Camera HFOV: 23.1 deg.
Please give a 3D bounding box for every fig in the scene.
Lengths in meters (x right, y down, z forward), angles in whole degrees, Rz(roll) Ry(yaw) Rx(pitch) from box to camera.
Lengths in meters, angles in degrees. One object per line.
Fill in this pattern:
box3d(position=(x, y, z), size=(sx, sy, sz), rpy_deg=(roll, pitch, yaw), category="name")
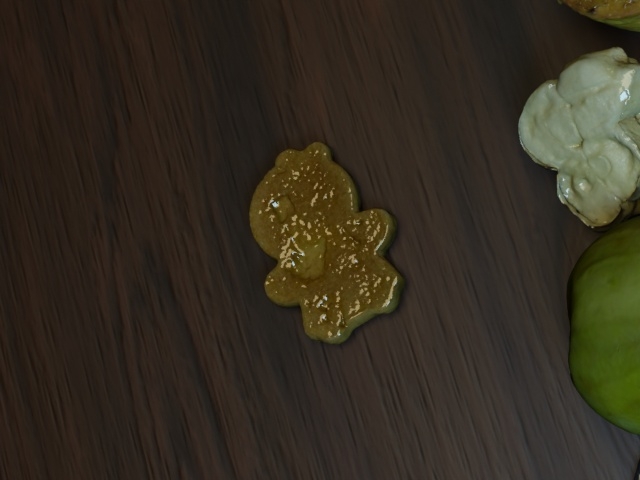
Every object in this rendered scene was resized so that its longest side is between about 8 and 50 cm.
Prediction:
box3d(position=(0.382, 0.085, 1.624), size=(0.271, 0.239, 0.239), rpy_deg=(-17, 70, 61), category="fig")

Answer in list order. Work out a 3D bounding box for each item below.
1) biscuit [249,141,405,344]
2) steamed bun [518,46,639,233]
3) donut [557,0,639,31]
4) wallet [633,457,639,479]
box3d(position=(0.001, 0.000, 1.908), size=(0.184, 0.035, 0.249), rpy_deg=(-35, 70, 12), category="biscuit")
box3d(position=(0.328, -0.125, 1.749), size=(0.177, 0.106, 0.192), rpy_deg=(49, 136, 21), category="steamed bun")
box3d(position=(0.369, -0.358, 1.759), size=(0.277, 0.108, 0.278), rpy_deg=(-15, 64, 34), category="donut")
box3d(position=(0.477, 0.332, 1.662), size=(0.323, 0.041, 0.247), rpy_deg=(14, 87, 21), category="wallet")
